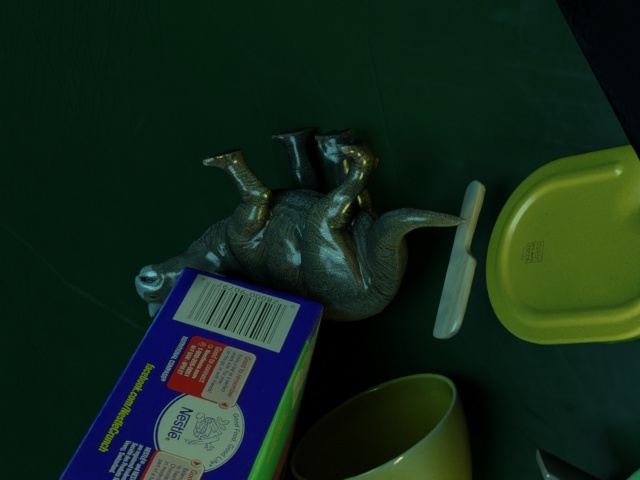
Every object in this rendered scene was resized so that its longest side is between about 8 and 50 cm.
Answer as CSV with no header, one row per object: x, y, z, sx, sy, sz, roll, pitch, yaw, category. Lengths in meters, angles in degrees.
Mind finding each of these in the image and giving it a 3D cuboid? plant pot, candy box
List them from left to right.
-0.107,0.226,0.989,0.122,0.268,0.317,17,126,5,candy box
0.059,0.174,1.004,0.134,0.134,0.095,-14,112,41,plant pot

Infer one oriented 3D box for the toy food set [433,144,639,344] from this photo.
0.181,0.012,0.905,0.218,0.071,0.128,-7,69,51,toy food set

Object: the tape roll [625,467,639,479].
0.269,0.220,0.659,0.321,0.321,0.077,20,144,37,tape roll

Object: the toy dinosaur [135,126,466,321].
0.000,0.000,1.050,0.313,0.121,0.160,0,107,36,toy dinosaur

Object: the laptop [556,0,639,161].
0.361,-0.162,0.748,0.408,0.236,0.382,39,122,2,laptop

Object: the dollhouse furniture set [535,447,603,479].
0.107,0.287,0.850,0.135,0.259,0.262,27,105,-8,dollhouse furniture set
